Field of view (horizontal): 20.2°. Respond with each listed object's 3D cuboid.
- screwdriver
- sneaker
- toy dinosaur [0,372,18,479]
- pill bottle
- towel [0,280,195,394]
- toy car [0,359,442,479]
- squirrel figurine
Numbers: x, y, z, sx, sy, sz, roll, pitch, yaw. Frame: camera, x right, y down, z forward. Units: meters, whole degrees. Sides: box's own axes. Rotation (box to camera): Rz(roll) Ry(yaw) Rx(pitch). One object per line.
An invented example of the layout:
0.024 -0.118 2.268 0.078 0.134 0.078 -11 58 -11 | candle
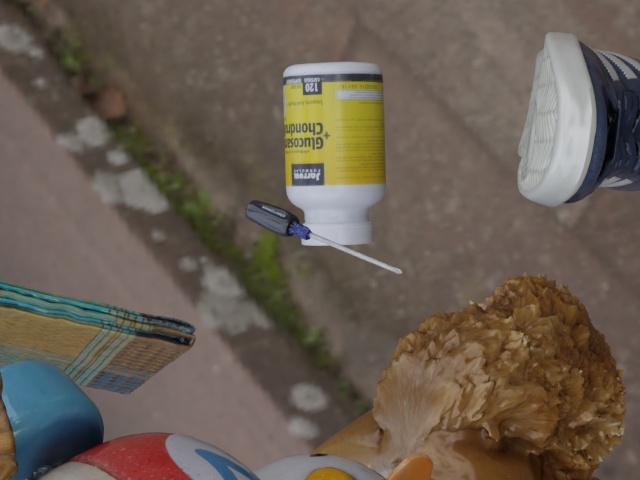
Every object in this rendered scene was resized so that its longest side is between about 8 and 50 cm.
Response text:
0.000 0.000 1.530 0.170 0.025 0.024 25 116 38 | screwdriver
0.238 -0.093 1.418 0.148 0.350 0.131 11 102 5 | sneaker
-0.148 0.032 0.684 0.112 0.064 0.211 38 161 19 | toy dinosaur
0.015 -0.088 1.833 0.103 0.103 0.184 1 93 52 | pill bottle
-0.337 0.083 1.830 0.271 0.370 0.040 145 136 -65 | towel
-0.023 0.152 0.836 0.219 0.238 0.210 40 138 31 | toy car
0.196 0.236 1.690 0.281 0.370 0.397 23 101 53 | squirrel figurine
